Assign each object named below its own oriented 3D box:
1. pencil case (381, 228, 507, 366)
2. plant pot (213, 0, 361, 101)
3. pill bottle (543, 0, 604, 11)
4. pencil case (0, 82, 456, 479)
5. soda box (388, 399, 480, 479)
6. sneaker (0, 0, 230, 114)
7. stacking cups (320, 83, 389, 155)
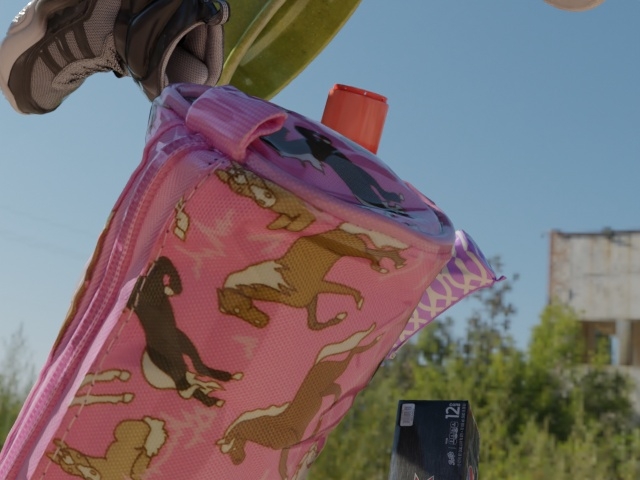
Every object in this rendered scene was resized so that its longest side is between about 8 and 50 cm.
[{"bbox_3d":[0.131,0.074,1.373,0.206,0.088,0.086,-39,-21,14],"label":"pencil case"},{"bbox_3d":[-0.104,-0.315,1.144,0.254,0.276,0.276,44,-12,5],"label":"plant pot"},{"bbox_3d":[0.245,-0.279,0.934,0.087,0.160,0.087,24,-36,19],"label":"pill bottle"},{"bbox_3d":[-0.085,0.107,0.539,0.160,0.386,0.167,31,14,1],"label":"pencil case"},{"bbox_3d":[0.075,0.196,0.729,0.053,0.169,0.060,-2,-38,18],"label":"soda box"},{"bbox_3d":[-0.181,-0.161,0.930,0.268,0.153,0.101,-42,-9,39],"label":"sneaker"},{"bbox_3d":[0.000,0.000,1.082,0.096,0.316,0.096,14,7,-2],"label":"stacking cups"}]
